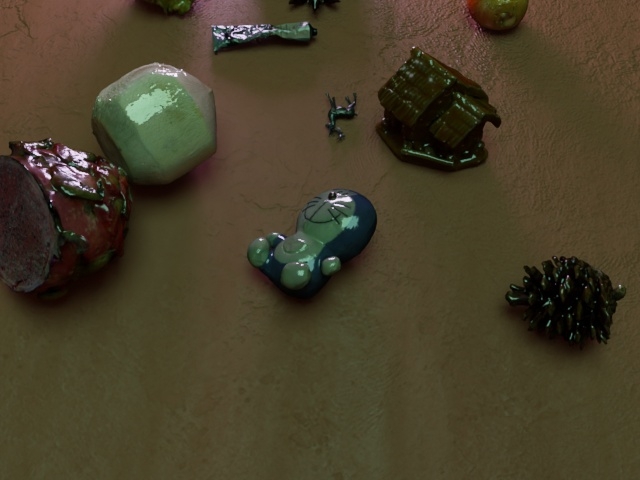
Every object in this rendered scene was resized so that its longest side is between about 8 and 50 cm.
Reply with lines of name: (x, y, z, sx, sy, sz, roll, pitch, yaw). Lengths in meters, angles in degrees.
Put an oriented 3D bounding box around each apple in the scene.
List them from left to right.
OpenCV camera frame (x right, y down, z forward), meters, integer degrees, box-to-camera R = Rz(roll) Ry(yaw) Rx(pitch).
apple: (0.423, -0.575, 2.134, 0.146, 0.146, 0.146, 1, 62, -2)

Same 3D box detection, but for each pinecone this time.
pinecone: (0.472, 0.112, 1.740, 0.212, 0.185, 0.168, 18, 76, 25)

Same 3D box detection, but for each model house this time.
model house: (0.251, -0.277, 1.914, 0.219, 0.229, 0.199, -26, 60, -14)

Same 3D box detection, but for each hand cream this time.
hand cream: (-0.131, -0.481, 2.114, 0.248, 0.052, 0.075, -6, 39, 1)

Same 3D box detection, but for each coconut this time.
coconut: (-0.333, -0.247, 1.866, 0.247, 0.245, 0.245, -35, 68, -19)

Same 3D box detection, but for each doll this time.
doll: (0.000, 0.000, 1.785, 0.258, 0.154, 0.228, -51, 37, -13)

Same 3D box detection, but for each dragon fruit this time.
dragon fruit: (-0.486, -0.039, 1.756, 0.314, 0.296, 0.263, 46, 35, 23)

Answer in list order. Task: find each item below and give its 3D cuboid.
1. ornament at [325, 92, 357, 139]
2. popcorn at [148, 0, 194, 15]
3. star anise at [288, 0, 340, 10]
ornament: (0.047, -0.278, 2.015, 0.073, 0.028, 0.125, 1, 60, -1)
popcorn: (-0.363, -0.647, 2.117, 0.218, 0.169, 0.189, -5, 62, -1)
star anise: (-0.015, -0.617, 2.182, 0.168, 0.057, 0.168, 1, 52, -1)
